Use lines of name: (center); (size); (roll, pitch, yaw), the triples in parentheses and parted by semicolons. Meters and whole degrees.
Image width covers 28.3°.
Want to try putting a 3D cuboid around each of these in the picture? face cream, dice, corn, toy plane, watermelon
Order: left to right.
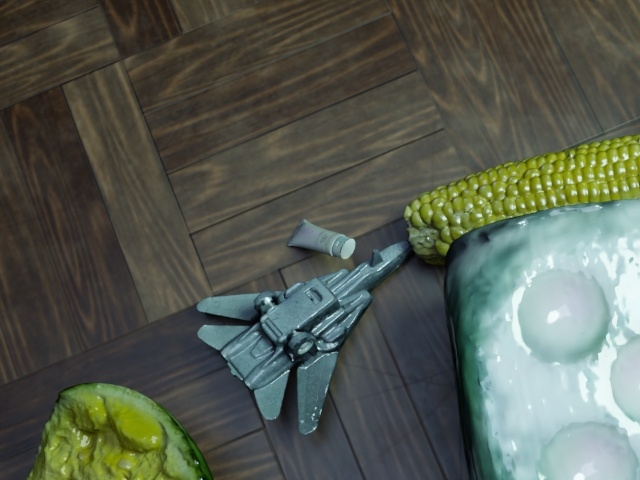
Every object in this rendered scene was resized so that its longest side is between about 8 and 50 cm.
watermelon: (-0.218, 0.331, 1.328); (0.331, 0.189, 0.330); (-11, 65, 24)
face cream: (0.000, 0.000, 1.461); (0.115, 0.020, 0.038); (18, 74, 56)
toy plane: (0.005, 0.072, 1.433); (0.267, 0.088, 0.212); (-39, 63, -6)
corn: (0.268, -0.038, 1.402); (0.347, 0.130, 0.130); (-12, 73, 17)
dice: (0.301, 0.153, 1.255); (0.330, 0.328, 0.348); (-10, 74, 3)
